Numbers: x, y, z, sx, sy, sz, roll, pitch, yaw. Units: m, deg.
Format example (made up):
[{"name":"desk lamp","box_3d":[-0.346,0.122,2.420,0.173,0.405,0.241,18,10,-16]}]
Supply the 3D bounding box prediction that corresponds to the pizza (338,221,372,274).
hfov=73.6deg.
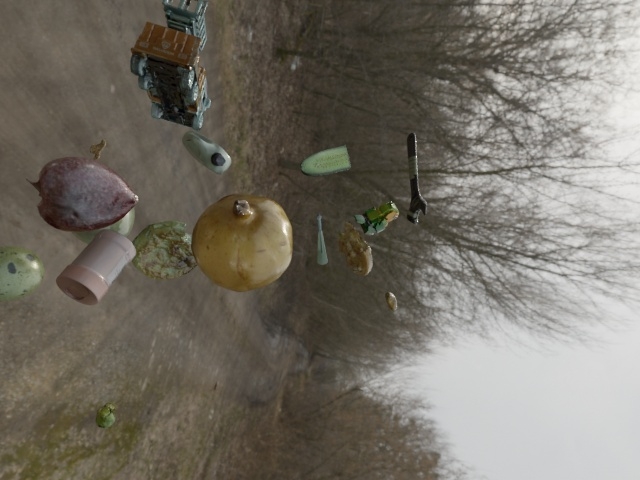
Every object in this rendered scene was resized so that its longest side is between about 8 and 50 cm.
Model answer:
[{"name":"pizza","box_3d":[0.139,0.044,1.831,0.223,0.089,0.323,58,-11,17]}]

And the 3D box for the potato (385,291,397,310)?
[{"name":"potato","box_3d":[0.306,0.259,1.847,0.046,0.045,0.092,-39,113,-34]}]

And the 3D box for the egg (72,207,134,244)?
[{"name":"egg","box_3d":[-0.896,-0.118,1.741,0.352,0.258,0.258,43,-42,40]}]

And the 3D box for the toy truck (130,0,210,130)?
[{"name":"toy truck","box_3d":[-0.202,-0.245,0.617,0.178,0.080,0.115,132,-28,-73]}]

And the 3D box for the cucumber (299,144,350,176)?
[{"name":"cucumber","box_3d":[0.014,-0.334,1.873,0.063,0.244,0.115,-38,-110,64]}]

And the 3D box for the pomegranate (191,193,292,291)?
[{"name":"pomegranate","box_3d":[-0.240,-0.009,1.379,0.342,0.343,0.342,11,90,-86]}]

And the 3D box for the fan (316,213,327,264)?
[{"name":"fan","box_3d":[0.000,0.000,1.430,0.016,0.038,0.193,-114,-164,-58]}]

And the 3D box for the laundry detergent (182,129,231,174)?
[{"name":"laundry detergent","box_3d":[-0.477,-0.371,1.816,0.105,0.215,0.280,-47,-147,-5]}]

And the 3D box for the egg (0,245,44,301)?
[{"name":"egg","box_3d":[-1.014,0.109,1.364,0.228,0.177,0.177,-13,121,-43]}]

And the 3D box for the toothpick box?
[{"name":"toothpick box","box_3d":[-0.502,0.059,0.967,0.098,0.098,0.149,97,11,-47]}]

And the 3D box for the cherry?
[{"name":"cherry","box_3d":[-0.715,-0.137,1.301,0.203,0.300,0.230,-135,-127,-60]}]

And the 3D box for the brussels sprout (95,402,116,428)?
[{"name":"brussels sprout","box_3d":[-0.582,0.470,1.160,0.083,0.046,0.051,-153,-129,-65]}]

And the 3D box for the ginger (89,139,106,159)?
[{"name":"ginger","box_3d":[-0.962,-0.396,1.842,0.097,0.048,0.030,-60,-152,7]}]

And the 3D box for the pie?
[{"name":"pie","box_3d":[-0.566,0.041,1.619,0.302,0.303,0.067,97,-25,-47]}]

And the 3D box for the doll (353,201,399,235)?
[{"name":"doll","box_3d":[0.251,-0.101,1.869,0.134,0.186,0.106,58,9,-52]}]

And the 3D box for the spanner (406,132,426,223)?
[{"name":"spanner","box_3d":[0.305,-0.208,1.378,0.087,0.024,0.315,146,-53,-63]}]
